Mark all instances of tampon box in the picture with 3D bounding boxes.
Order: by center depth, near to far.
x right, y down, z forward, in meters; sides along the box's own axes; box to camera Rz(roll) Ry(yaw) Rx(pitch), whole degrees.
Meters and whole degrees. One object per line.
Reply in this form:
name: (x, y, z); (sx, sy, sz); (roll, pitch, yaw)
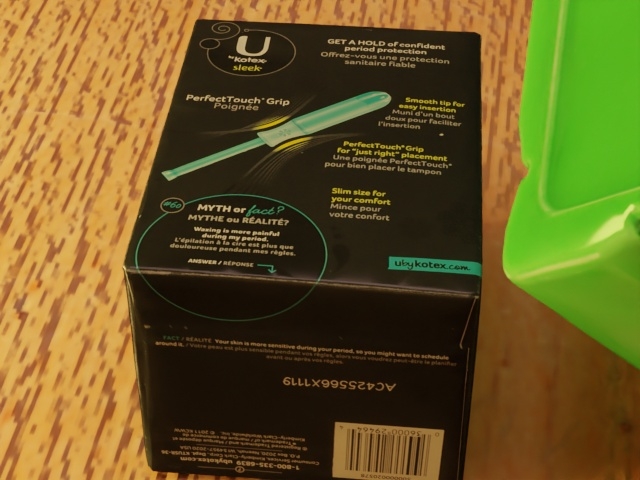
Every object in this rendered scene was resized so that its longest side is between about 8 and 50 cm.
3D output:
tampon box: (0.000, 0.000, 0.530); (0.120, 0.101, 0.161); (4, 40, 3)

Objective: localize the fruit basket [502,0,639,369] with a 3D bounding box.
fruit basket: (0.285, -0.026, 0.392); (0.392, 0.392, 0.282); (7, 74, 7)
